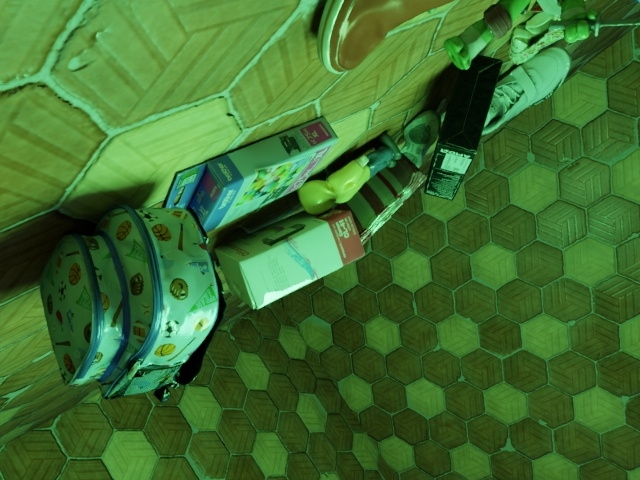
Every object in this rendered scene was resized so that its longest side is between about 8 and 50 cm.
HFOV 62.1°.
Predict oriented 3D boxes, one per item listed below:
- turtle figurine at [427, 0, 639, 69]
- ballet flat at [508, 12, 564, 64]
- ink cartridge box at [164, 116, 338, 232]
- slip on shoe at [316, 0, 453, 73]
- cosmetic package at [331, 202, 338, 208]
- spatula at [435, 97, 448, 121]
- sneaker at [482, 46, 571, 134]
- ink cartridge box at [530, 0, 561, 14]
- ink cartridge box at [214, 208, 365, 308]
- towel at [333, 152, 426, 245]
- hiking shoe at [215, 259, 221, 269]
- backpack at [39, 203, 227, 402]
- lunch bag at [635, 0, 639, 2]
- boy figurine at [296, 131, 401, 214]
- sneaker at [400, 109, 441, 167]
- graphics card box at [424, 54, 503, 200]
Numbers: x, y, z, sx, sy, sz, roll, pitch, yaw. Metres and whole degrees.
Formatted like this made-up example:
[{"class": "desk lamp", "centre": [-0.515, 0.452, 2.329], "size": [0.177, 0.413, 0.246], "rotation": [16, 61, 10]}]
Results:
[{"class": "turtle figurine", "centre": [0.272, -0.341, 0.659], "size": [0.266, 0.274, 0.198], "rotation": [-32, 140, 10]}, {"class": "ballet flat", "centre": [0.491, -0.478, 1.214], "size": [0.077, 0.091, 0.241], "rotation": [8, 172, -16]}, {"class": "ink cartridge box", "centre": [-0.126, -0.104, 0.944], "size": [0.311, 0.065, 0.186], "rotation": [-28, 170, -36]}, {"class": "slip on shoe", "centre": [0.108, -0.293, 0.579], "size": [0.123, 0.101, 0.331], "rotation": [-30, 173, -47]}, {"class": "cosmetic package", "centre": [0.000, 0.000, 1.830], "size": [0.230, 0.161, 0.453], "rotation": [-27, 170, -48]}, {"class": "spatula", "centre": [0.377, -0.386, 1.551], "size": [0.168, 0.019, 0.242], "rotation": [-33, 173, -7]}, {"class": "sneaker", "centre": [0.576, -0.436, 1.608], "size": [0.366, 0.137, 0.210], "rotation": [-35, 180, 36]}, {"class": "ink cartridge box", "centre": [0.543, -0.555, 1.028], "size": [0.275, 0.060, 0.239], "rotation": [-37, -162, 18]}, {"class": "ink cartridge box", "centre": [-0.080, 0.030, 1.328], "size": [0.306, 0.131, 0.226], "rotation": [-24, -163, -21]}, {"class": "towel", "centre": [0.129, -0.107, 1.483], "size": [0.329, 0.037, 0.237], "rotation": [-48, -152, 12]}, {"class": "hiking shoe", "centre": [-0.171, 0.062, 1.557], "size": [0.113, 0.132, 0.304], "rotation": [-40, 171, 38]}, {"class": "backpack", "centre": [-0.272, 0.075, 0.775], "size": [0.263, 0.276, 0.213], "rotation": [-42, 157, 29]}, {"class": "lunch bag", "centre": [1.029, -0.753, 1.286], "size": [0.385, 0.239, 0.328], "rotation": [-50, 176, -12]}, {"class": "boy figurine", "centre": [0.067, -0.158, 1.356], "size": [0.285, 0.092, 0.177], "rotation": [-32, 173, -12]}, {"class": "sneaker", "centre": [0.287, -0.305, 1.493], "size": [0.115, 0.090, 0.232], "rotation": [-58, 176, -23]}, {"class": "graphics card box", "centre": [0.340, -0.261, 1.313], "size": [0.371, 0.094, 0.232], "rotation": [61, 47, -75]}]
